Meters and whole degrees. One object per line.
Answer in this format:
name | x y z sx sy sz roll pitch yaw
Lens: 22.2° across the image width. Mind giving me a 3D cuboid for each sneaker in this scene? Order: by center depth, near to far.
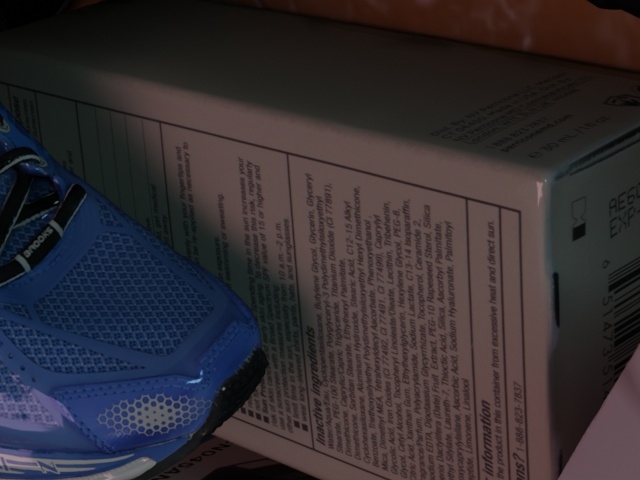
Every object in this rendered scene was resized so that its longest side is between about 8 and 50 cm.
sneaker | -0.168 -0.024 0.603 0.330 0.130 0.147 27 136 13

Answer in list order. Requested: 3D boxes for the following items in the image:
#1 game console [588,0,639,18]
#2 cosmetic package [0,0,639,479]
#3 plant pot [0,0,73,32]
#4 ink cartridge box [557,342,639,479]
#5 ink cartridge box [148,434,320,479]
game console | 0.159 -0.084 0.327 0.386 0.060 0.342 33 167 29
cosmetic package | 0.000 0.000 0.669 0.309 0.113 0.160 18 122 40
plant pot | -0.217 -0.185 0.758 0.187 0.188 0.167 -40 68 48
ink cartridge box | 0.190 0.165 0.420 0.197 0.198 0.270 110 146 -41
ink cartridge box | -0.046 0.218 0.693 0.395 0.285 0.166 4 112 44
